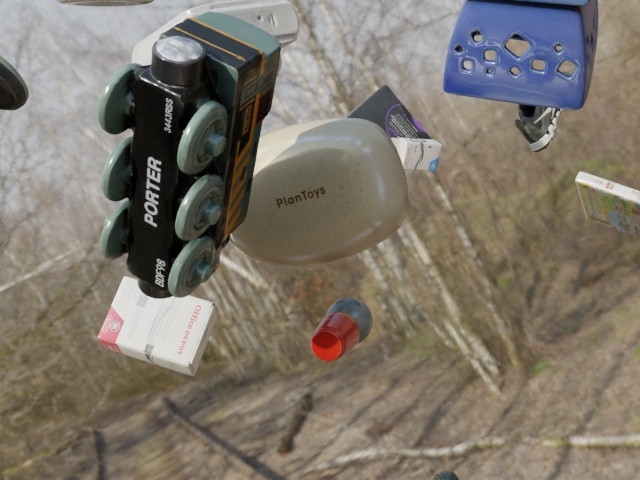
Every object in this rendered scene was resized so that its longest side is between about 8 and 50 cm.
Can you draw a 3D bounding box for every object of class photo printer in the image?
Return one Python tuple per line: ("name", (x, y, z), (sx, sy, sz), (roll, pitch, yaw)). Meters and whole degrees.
("photo printer", (-0.226, -0.395, 1.815), (0.256, 0.107, 0.308), (-18, 5, -36))

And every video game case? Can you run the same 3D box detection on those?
("video game case", (0.587, -0.049, 1.665), (0.026, 0.206, 0.227), (-64, -26, -6))

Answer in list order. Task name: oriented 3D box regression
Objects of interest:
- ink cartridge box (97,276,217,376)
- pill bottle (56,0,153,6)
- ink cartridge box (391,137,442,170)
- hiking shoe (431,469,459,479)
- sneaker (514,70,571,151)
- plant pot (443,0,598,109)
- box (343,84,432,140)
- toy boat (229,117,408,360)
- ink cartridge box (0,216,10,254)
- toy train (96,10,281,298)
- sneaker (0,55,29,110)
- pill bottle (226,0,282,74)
("ink cartridge box", (-0.357, 0.191, 1.984), (0.092, 0.218, 0.158), (88, -160, -65))
("pill bottle", (-0.306, -0.462, 1.233), (0.146, 0.263, 0.146), (-2, 11, 0))
("ink cartridge box", (0.157, -0.145, 1.496), (0.083, 0.048, 0.028), (1, 24, -21))
("hiking shoe", (0.324, 0.554, 1.752), (0.132, 0.304, 0.113), (-34, 18, -8))
("sneaker", (0.514, -0.320, 2.055), (0.078, 0.106, 0.234), (-18, 37, 57))
("plant pot", (0.338, -0.371, 1.456), (0.236, 0.212, 0.236), (10, 41, 16))
("box", (0.077, -0.172, 1.870), (0.270, 0.165, 0.143), (-44, 6, -32))
("toy boat", (0.000, 0.000, 1.195), (0.268, 0.318, 0.148), (-9, 8, 19))
("ink cartridge box", (-0.514, -0.066, 0.999), (0.306, 0.226, 0.131), (87, -161, -57))
("toy train", (-0.139, -0.086, 0.974), (0.190, 0.142, 0.333), (-47, -23, -44))
("sneaker", (-0.519, -0.224, 1.226), (0.083, 0.222, 0.118), (-41, 29, 35))
("pill bottle", (-0.222, -0.407, 2.167), (0.362, 0.210, 0.210), (-57, -14, 26))
